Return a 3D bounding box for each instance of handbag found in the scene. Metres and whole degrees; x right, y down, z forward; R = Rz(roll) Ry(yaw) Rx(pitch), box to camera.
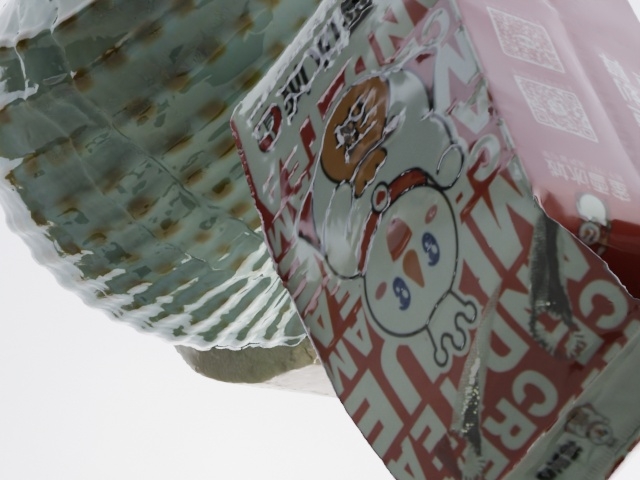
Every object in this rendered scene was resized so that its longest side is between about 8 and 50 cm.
[{"bbox_3d":[0.082,0.003,0.883,0.151,0.298,0.171,18,-53,-32],"label":"handbag"}]

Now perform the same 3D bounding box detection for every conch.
[{"bbox_3d":[-0.091,-0.080,1.247,0.303,0.215,0.319,-24,-96,17],"label":"conch"}]

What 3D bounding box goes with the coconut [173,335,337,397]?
[{"bbox_3d":[0.000,0.000,1.446,0.239,0.244,0.239,-11,-106,43],"label":"coconut"}]
